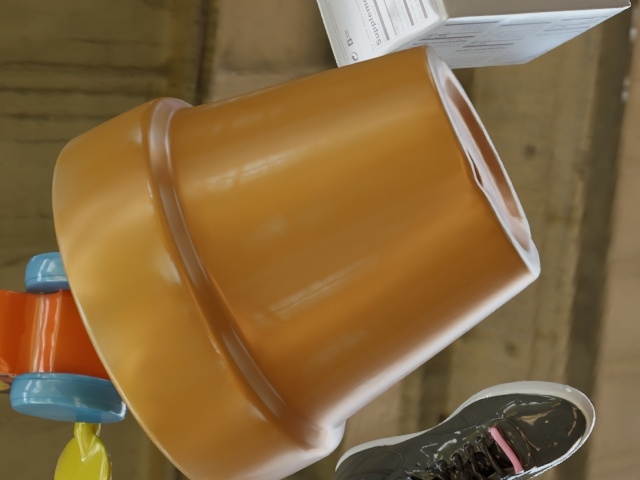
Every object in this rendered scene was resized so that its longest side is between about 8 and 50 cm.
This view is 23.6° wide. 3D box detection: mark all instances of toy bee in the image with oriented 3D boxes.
[{"bbox_3d":[-0.171,0.056,0.963,0.298,0.162,0.195,32,-112,-15],"label":"toy bee"}]

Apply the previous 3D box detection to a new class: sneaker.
[{"bbox_3d":[0.123,0.233,1.459,0.104,0.295,0.147,58,-151,-14],"label":"sneaker"}]

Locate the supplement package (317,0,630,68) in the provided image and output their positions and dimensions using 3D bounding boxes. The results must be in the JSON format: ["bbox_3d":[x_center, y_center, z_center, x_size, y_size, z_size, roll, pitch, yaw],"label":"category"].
[{"bbox_3d":[0.125,-0.275,1.417,0.262,0.145,0.204,-11,-101,-43],"label":"supplement package"}]

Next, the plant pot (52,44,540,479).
[{"bbox_3d":[0.000,0.000,0.773,0.205,0.188,0.205,58,-165,-26],"label":"plant pot"}]
